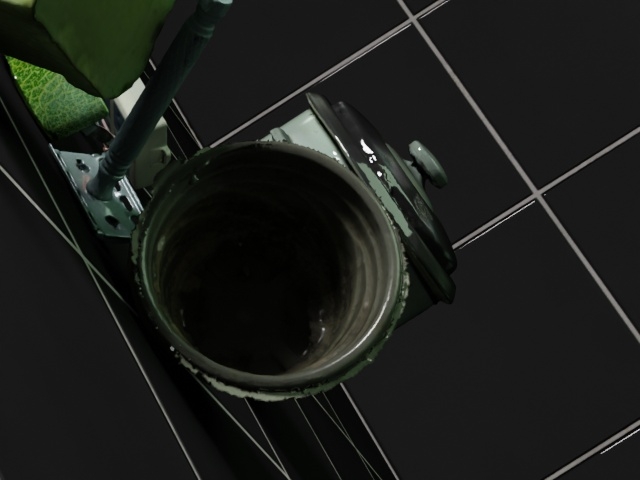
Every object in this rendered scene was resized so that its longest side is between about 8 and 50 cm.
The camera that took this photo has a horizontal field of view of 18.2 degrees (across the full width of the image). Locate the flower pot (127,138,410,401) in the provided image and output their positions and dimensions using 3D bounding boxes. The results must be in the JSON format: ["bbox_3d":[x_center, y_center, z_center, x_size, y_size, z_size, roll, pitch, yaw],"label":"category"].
[{"bbox_3d":[-0.053,0.043,1.676,0.235,0.235,0.140,58,-24,15],"label":"flower pot"}]

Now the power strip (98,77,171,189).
[{"bbox_3d":[-0.262,-0.215,2.271,0.367,0.043,0.106,58,-22,32],"label":"power strip"}]

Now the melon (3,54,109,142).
[{"bbox_3d":[-0.247,-0.158,1.820,0.118,0.064,0.209,56,-1,-13],"label":"melon"}]

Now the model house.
[{"bbox_3d":[-0.222,-0.249,1.563,0.189,0.214,0.195,18,-13,21],"label":"model house"}]

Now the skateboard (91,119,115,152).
[{"bbox_3d":[-0.245,-0.137,2.151,0.064,0.032,0.083,39,18,-51],"label":"skateboard"}]

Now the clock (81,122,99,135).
[{"bbox_3d":[-0.258,-0.147,2.066,0.085,0.017,0.085,57,1,-2],"label":"clock"}]

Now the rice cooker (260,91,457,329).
[{"bbox_3d":[0.000,0.000,2.079,0.316,0.317,0.264,56,1,-46],"label":"rice cooker"}]

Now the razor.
[{"bbox_3d":[-0.136,-0.114,1.651,0.068,0.232,0.106,5,42,-42],"label":"razor"}]
